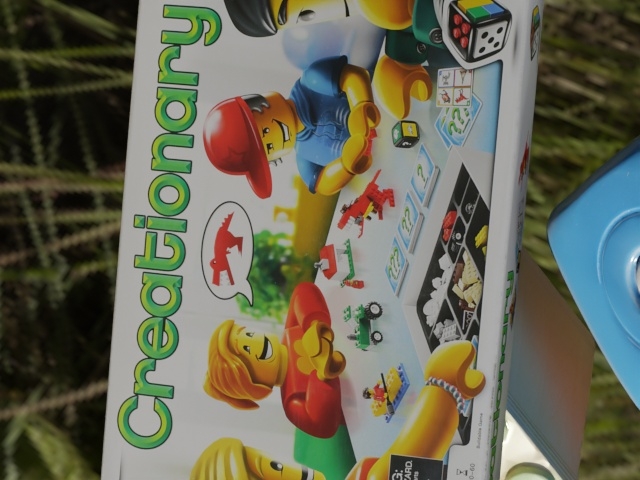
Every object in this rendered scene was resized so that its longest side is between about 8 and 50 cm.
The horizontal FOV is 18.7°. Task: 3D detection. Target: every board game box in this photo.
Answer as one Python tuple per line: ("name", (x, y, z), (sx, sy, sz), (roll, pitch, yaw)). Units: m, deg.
("board game box", (0.000, 0.000, 0.948), (0.053, 0.193, 0.305), (-8, 103, -75))

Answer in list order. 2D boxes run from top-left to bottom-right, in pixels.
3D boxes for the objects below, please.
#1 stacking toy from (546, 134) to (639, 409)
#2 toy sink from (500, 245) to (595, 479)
("stacking toy", (0.311, -0.009, 1.243), (0.302, 0.166, 0.175), (-17, 163, -38))
("toy sink", (0.078, 0.123, 1.265), (0.131, 0.152, 0.234), (51, 28, -19))
